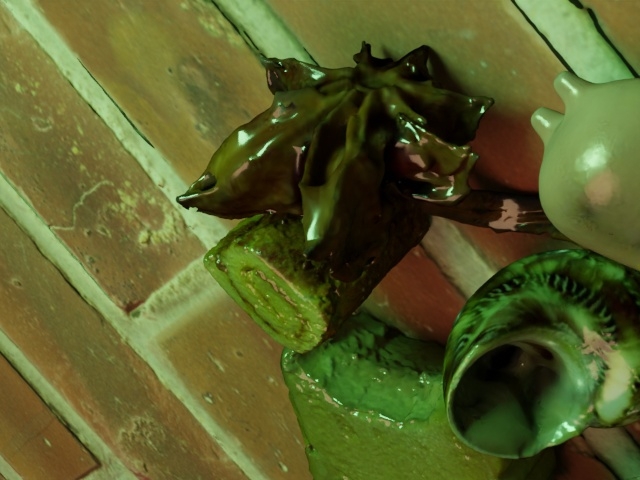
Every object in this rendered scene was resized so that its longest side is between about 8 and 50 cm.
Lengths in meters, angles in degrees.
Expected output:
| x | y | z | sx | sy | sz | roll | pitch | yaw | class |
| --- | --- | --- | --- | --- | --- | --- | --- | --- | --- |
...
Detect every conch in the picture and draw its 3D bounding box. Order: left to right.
| x | y | z | sx | sy | sz | roll | pitch | yaw | class |
| --- | --- | --- | --- | --- | --- | --- | --- | --- | --- |
| 0.194 | 0.095 | 1.180 | 0.181 | 0.124 | 0.187 | 32 | 99 | -13 | conch |

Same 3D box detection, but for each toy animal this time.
| x | y | z | sx | sy | sz | roll | pitch | yaw | class |
| --- | --- | --- | --- | --- | --- | --- | --- | --- | --- |
| 0.258 | -0.028 | 1.032 | 0.248 | 0.149 | 0.165 | 44 | 155 | 15 | toy animal |

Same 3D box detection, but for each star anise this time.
| x | y | z | sx | sy | sz | roll | pitch | yaw | class |
| --- | --- | --- | --- | --- | --- | --- | --- | --- | --- |
| 0.065 | -0.051 | 1.135 | 0.346 | 0.237 | 0.148 | 8 | 137 | -8 | star anise |

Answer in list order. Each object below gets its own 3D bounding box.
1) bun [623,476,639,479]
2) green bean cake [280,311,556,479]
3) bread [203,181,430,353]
| x | y | z | sx | sy | sz | roll | pitch | yaw | class |
| --- | --- | --- | --- | --- | --- | --- | --- | --- | --- |
| 0.315 | 0.369 | 1.185 | 0.362 | 0.234 | 0.326 | 37 | 103 | 12 | bun |
| 0.098 | 0.167 | 1.351 | 0.236 | 0.124 | 0.233 | 12 | 132 | 34 | green bean cake |
| 0.000 | 0.000 | 1.248 | 0.132 | 0.172 | 0.103 | 44 | 142 | 0 | bread |
